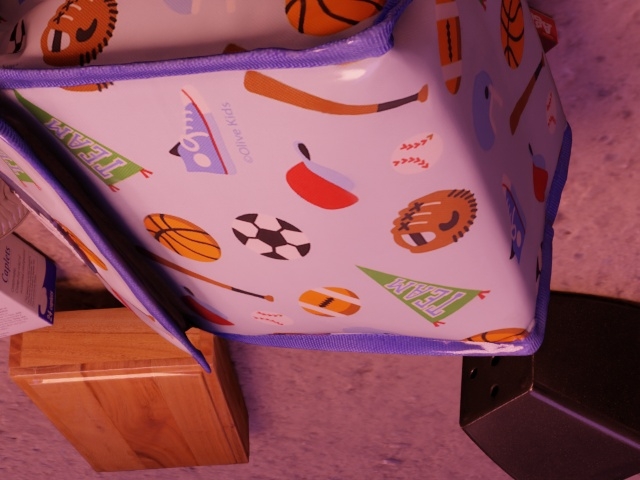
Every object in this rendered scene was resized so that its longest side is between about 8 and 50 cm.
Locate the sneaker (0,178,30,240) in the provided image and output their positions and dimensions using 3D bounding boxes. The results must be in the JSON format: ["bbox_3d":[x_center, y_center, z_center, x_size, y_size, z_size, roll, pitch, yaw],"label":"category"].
[{"bbox_3d":[-0.366,-0.035,0.942,0.222,0.118,0.083,-18,127,-28],"label":"sneaker"}]

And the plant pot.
[{"bbox_3d":[0.261,0.163,1.239,0.167,0.187,0.188,26,140,-22],"label":"plant pot"}]

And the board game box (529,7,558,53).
[{"bbox_3d":[0.040,-0.111,0.890,0.145,0.027,0.281,15,144,-30],"label":"board game box"}]

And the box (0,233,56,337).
[{"bbox_3d":[-0.343,0.038,1.055,0.126,0.072,0.137,-15,148,18],"label":"box"}]

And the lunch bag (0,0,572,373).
[{"bbox_3d":[-0.065,-0.074,0.728,0.385,0.239,0.328,0,146,25],"label":"lunch bag"}]

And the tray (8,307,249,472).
[{"bbox_3d":[-0.201,0.185,1.277,0.203,0.076,0.411,-3,156,0],"label":"tray"}]
